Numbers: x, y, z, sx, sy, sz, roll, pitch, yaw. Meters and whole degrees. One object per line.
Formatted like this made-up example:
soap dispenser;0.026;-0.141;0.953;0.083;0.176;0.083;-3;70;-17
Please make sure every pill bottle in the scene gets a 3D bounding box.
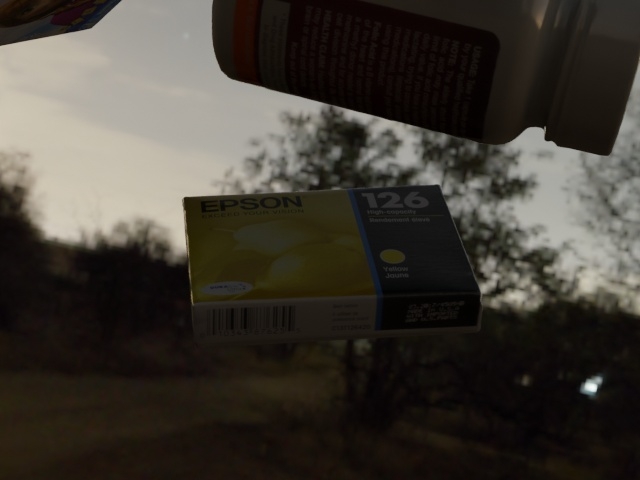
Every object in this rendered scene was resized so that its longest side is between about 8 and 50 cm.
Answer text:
pill bottle;0.112;-0.219;1.281;0.392;0.224;0.224;15;-5;9

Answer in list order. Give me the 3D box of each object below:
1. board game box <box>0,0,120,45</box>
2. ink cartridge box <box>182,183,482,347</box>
board game box;-0.334;-0.349;1.669;0.319;0.065;0.318;-32;-6;42
ink cartridge box;0.000;0.000;1.477;0.304;0.072;0.307;-4;35;-7
